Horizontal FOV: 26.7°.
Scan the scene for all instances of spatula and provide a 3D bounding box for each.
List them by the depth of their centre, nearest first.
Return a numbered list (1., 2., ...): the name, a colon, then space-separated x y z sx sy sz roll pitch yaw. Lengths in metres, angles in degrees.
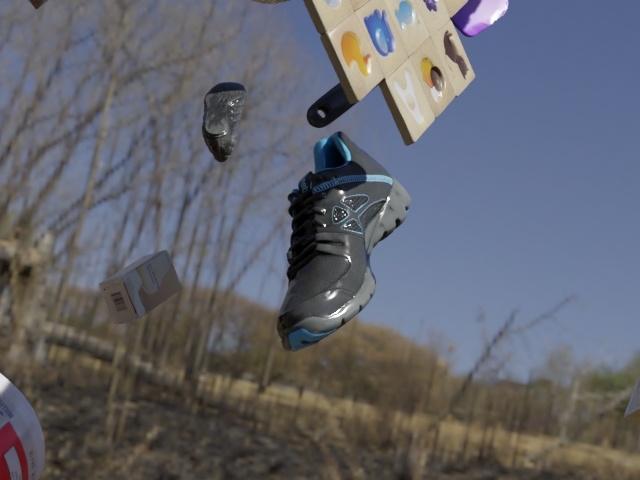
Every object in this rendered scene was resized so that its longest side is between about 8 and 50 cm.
1. spatula: 0.098 -0.220 1.534 0.084 0.296 0.030 50 -13 -2

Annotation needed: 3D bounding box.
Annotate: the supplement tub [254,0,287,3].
1. supplement tub: -0.014 -0.504 1.938 0.228 0.228 0.316 20 -32 -36

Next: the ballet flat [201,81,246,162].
1. ballet flat: -0.136 -0.171 1.872 0.057 0.173 0.049 3 -54 5

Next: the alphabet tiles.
1. alphabet tiles: 0.031 -0.258 1.085 0.011 0.343 0.285 -17 17 30

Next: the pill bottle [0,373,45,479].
1. pill bottle: -0.531 0.328 1.615 0.229 0.229 0.408 9 30 22

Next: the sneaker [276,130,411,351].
1. sneaker: 0.000 0.000 1.623 0.125 0.341 0.140 -28 -68 31

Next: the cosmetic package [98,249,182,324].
1. cosmetic package: -0.228 0.059 1.715 0.041 0.060 0.115 -16 11 27

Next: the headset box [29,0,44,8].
1. headset box: -0.265 -0.387 1.527 0.110 0.218 0.293 49 -14 -12

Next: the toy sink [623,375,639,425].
1. toy sink: 0.588 0.190 2.052 0.152 0.234 0.131 26 -16 5
